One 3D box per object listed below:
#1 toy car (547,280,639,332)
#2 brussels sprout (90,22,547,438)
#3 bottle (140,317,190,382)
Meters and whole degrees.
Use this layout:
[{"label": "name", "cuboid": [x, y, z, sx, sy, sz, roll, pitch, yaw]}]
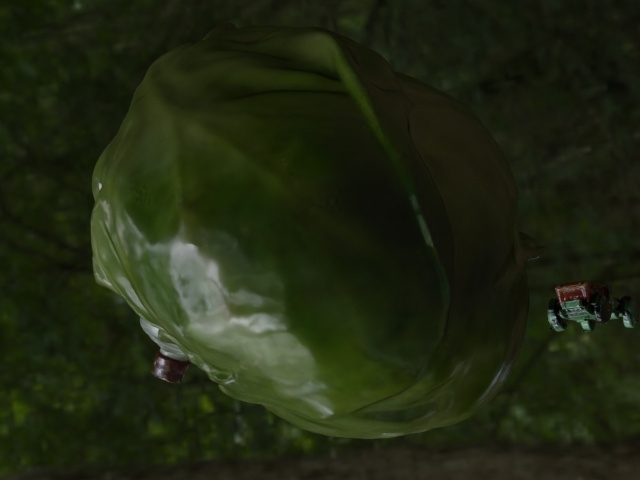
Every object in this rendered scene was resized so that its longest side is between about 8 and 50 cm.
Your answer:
[{"label": "toy car", "cuboid": [0.322, 0.079, 1.666, 0.143, 0.073, 0.054, 8, -107, -58]}, {"label": "brussels sprout", "cuboid": [0.007, -0.004, 1.292, 0.342, 0.425, 0.361, -64, 15, 3]}, {"label": "bottle", "cuboid": [-0.142, 0.049, 1.637, 0.104, 0.104, 0.245, -62, -9, -76]}]
